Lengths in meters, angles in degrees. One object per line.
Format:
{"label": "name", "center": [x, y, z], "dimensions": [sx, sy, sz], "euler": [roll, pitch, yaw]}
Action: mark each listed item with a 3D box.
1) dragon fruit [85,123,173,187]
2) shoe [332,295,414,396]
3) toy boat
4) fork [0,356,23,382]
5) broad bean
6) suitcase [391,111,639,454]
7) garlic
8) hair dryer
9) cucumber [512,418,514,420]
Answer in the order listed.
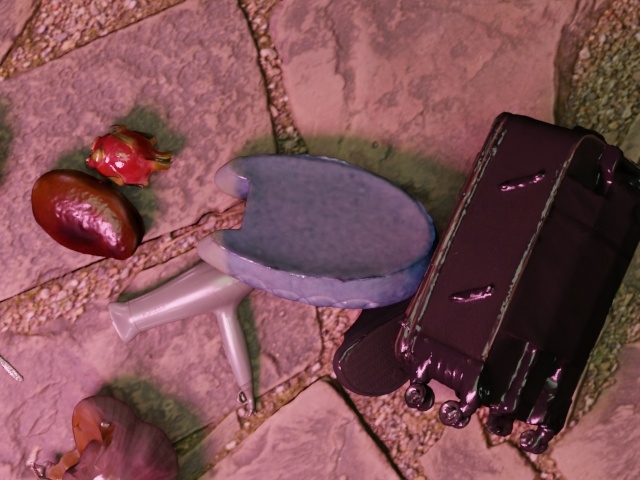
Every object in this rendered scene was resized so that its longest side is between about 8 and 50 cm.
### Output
{"label": "dragon fruit", "center": [-0.265, -0.113, 1.723], "dimensions": [0.116, 0.081, 0.086], "euler": [19, 79, -3]}
{"label": "shoe", "center": [0.105, 0.127, 1.750], "dimensions": [0.241, 0.093, 0.108], "euler": [-36, 117, -23]}
{"label": "toy boat", "center": [0.000, 0.000, 1.716], "dimensions": [0.330, 0.123, 0.215], "euler": [8, 55, -1]}
{"label": "fork", "center": [-0.463, 0.159, 1.748], "dimensions": [0.016, 0.012, 0.115], "euler": [-45, 98, 2]}
{"label": "broad bean", "center": [-0.325, -0.036, 1.717], "dimensions": [0.165, 0.084, 0.114], "euler": [18, 102, 1]}
{"label": "suitcase", "center": [0.278, 0.051, 1.666], "dimensions": [0.194, 0.283, 0.433], "euler": [25, 90, 42]}
{"label": "garlic", "center": [-0.323, 0.326, 1.669], "dimensions": [0.207, 0.257, 0.207], "euler": [-1, 89, 40]}
{"label": "hair dryer", "center": [-0.162, 0.154, 1.750], "dimensions": [0.206, 0.075, 0.237], "euler": [-25, 100, 4]}
{"label": "cucumber", "center": [0.293, 0.204, 1.782], "dimensions": [0.034, 0.033, 0.134], "euler": [33, 88, 26]}
